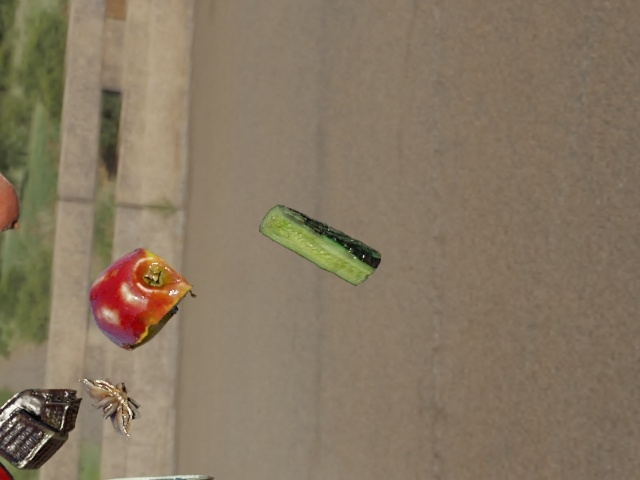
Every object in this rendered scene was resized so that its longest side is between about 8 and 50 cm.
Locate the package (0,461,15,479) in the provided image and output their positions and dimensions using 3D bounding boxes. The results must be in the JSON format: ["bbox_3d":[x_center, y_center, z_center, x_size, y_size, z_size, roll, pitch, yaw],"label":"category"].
[{"bbox_3d":[-0.638,0.510,1.771,0.269,0.071,0.194,-72,-19,-46],"label":"package"}]

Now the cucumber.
[{"bbox_3d":[0.001,-0.003,1.731,0.078,0.211,0.062,-44,23,38],"label":"cucumber"}]

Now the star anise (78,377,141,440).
[{"bbox_3d":[-0.359,0.295,1.747,0.056,0.124,0.129,-43,61,15],"label":"star anise"}]

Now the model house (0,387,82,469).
[{"bbox_3d":[-0.471,0.308,1.655,0.165,0.106,0.152,-50,19,-13],"label":"model house"}]

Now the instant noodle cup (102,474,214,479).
[{"bbox_3d":[-0.276,0.487,1.578,0.296,0.296,0.214,151,118,-67],"label":"instant noodle cup"}]

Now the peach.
[{"bbox_3d":[-0.360,0.116,1.898,0.154,0.159,0.267,50,158,1],"label":"peach"}]

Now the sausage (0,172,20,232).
[{"bbox_3d":[-0.734,-0.106,2.092,0.148,0.254,0.148,-27,38,24],"label":"sausage"}]
